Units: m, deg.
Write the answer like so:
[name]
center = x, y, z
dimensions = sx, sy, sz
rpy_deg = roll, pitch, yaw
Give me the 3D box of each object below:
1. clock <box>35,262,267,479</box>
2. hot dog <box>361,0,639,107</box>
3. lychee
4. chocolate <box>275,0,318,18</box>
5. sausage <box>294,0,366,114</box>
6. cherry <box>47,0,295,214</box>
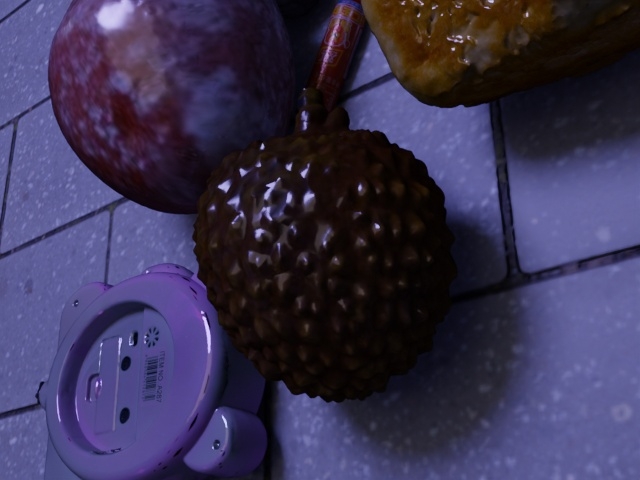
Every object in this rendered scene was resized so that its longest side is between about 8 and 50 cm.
[clock]
center = -0.154, 0.132, 0.766
dimensions = 0.247, 0.090, 0.228
rpy_deg = -18, 62, 34
[hot dog]
center = 0.164, -0.191, 0.564
dimensions = 0.256, 0.153, 0.150
rpy_deg = -24, 87, 45
[lychee]
center = 0.000, 0.000, 0.613
dimensions = 0.200, 0.200, 0.238
rpy_deg = -11, 79, 38
[chocolate]
center = -0.060, -0.266, 0.854
dimensions = 0.167, 0.072, 0.072
rpy_deg = 18, 85, 44
[sausage]
center = 0.014, -0.173, 0.777
dimensions = 0.034, 0.034, 0.130
rpy_deg = 17, 85, 44
[cherry]
center = -0.137, -0.158, 0.776
dimensions = 0.285, 0.212, 0.236
rpy_deg = 55, 136, 23
